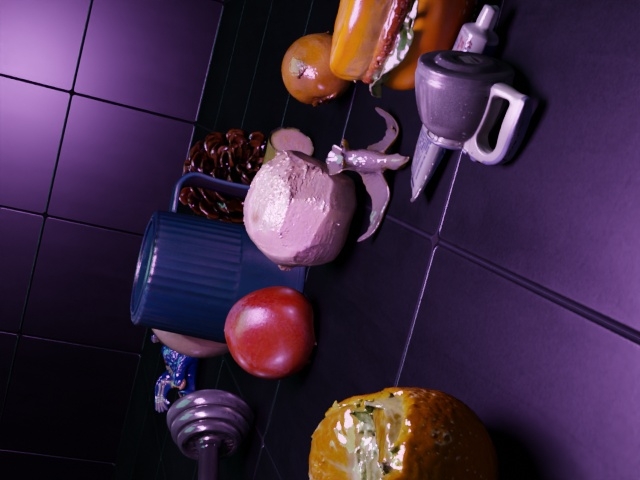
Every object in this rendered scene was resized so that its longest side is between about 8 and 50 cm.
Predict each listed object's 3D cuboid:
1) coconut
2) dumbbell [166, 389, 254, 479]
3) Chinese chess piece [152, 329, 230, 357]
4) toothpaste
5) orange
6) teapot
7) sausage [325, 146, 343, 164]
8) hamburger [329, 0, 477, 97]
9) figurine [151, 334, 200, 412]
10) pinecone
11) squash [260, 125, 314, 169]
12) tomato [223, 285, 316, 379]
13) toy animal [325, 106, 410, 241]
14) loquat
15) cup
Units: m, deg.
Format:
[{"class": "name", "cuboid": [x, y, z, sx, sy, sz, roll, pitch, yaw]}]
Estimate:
[{"class": "coconut", "cuboid": [-0.034, -0.039, 1.369, 0.194, 0.194, 0.194, -168, 90, -73]}, {"class": "dumbbell", "cuboid": [-0.211, 0.458, 1.579, 0.406, 0.179, 0.179, -96, 25, -45]}, {"class": "Chinese chess piece", "cuboid": [-0.253, 0.124, 1.800, 0.104, 0.257, 0.257, -26, 53, 55]}, {"class": "toothpaste", "cuboid": [0.164, -0.173, 1.061, 0.069, 0.047, 0.268, 57, 138, 40]}, {"class": "orange", "cuboid": [0.090, 0.236, 0.823, 0.237, 0.158, 0.179, 136, 134, -68]}, {"class": "teapot", "cuboid": [0.177, -0.153, 0.962, 0.111, 0.149, 0.108, -39, -38, -51]}, {"class": "sausage", "cuboid": [0.011, -0.109, 1.510, 0.030, 0.035, 0.147, -50, -8, -44]}, {"class": "hamburger", "cuboid": [0.113, -0.303, 1.096, 0.246, 0.170, 0.246, -168, 90, -84]}, {"class": "figurine", "cuboid": [-0.380, 0.347, 2.305, 0.164, 0.120, 0.262, -32, 58, 43]}, {"class": "pinecone", "cuboid": [-0.204, -0.147, 1.911, 0.272, 0.224, 0.224, 154, 126, -63]}, {"class": "squash", "cuboid": [-0.082, -0.138, 1.740, 0.188, 0.095, 0.095, 114, 160, -46]}, {"class": "tomato", "cuboid": [-0.089, 0.153, 1.455, 0.167, 0.167, 0.167, -168, 90, -73]}, {"class": "toy animal", "cuboid": [0.070, -0.111, 1.233, 0.155, 0.095, 0.219, 165, 115, -75]}, {"class": "loquat", "cuboid": [-0.004, -0.314, 1.534, 0.141, 0.141, 0.141, -168, 90, -73]}, {"class": "cup", "cuboid": [-0.196, 0.050, 1.618, 0.242, 0.292, 0.308, -119, 43, -65]}]
